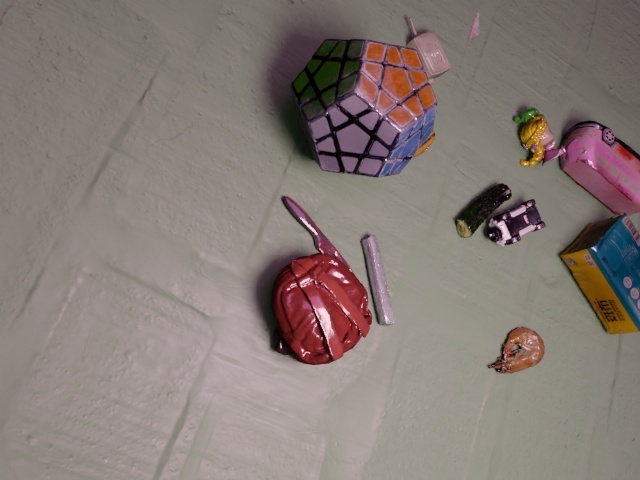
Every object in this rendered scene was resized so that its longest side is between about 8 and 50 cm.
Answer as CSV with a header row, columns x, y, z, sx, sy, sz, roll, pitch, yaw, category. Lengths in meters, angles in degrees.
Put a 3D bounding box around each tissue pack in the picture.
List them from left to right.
x,y,z,sx,sy,sz,roll,pitch,yaw,category
0.792,0.091,1.517,0.192,0.134,0.270,-35,94,-25,tissue pack

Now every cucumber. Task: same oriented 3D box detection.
x,y,z,sx,sy,sz,roll,pitch,yaw,category
0.411,-0.081,1.425,0.187,0.058,0.058,-40,97,-26,cucumber

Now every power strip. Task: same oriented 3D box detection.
x,y,z,sx,sy,sz,roll,pitch,yaw,category
0.268,-0.494,1.454,0.075,0.042,0.175,-28,91,-25,power strip

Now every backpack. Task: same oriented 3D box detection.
x,y,z,sx,sy,sz,roll,pitch,yaw,category
-0.003,0.132,1.143,0.229,0.139,0.229,4,82,-26,backpack

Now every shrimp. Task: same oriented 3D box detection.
x,y,z,sx,sy,sz,roll,pitch,yaw,category
0.483,0.274,1.391,0.180,0.041,0.099,-19,86,-26,shrimp

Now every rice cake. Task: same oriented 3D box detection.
x,y,z,sx,sy,sz,roll,pitch,yaw,category
0.129,0.089,1.273,0.033,0.033,0.207,-6,80,-36,rice cake

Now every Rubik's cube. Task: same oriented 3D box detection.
x,y,z,sx,sy,sz,roll,pitch,yaw,category
0.090,-0.279,1.202,0.264,0.319,0.319,41,63,16,Rubik's cube

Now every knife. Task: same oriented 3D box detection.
x,y,z,sx,sy,sz,roll,pitch,yaw,category
0.000,0.000,1.242,0.247,0.018,0.035,50,62,-9,knife

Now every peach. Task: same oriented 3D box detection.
x,y,z,sx,sy,sz,roll,pitch,yaw,category
0.239,-0.241,1.382,0.078,0.050,0.083,6,65,0,peach

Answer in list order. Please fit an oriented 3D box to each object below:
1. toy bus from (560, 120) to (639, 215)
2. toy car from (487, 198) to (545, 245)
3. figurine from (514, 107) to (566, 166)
x,y,z,sx,sy,sz,roll,pitch,yaw,category
0.810,-0.199,1.591,0.303,0.127,0.147,32,71,-16,toy bus
0.493,-0.041,1.445,0.171,0.070,0.080,-24,90,-28,toy car
0.574,-0.275,1.531,0.115,0.095,0.156,-28,87,12,figurine
